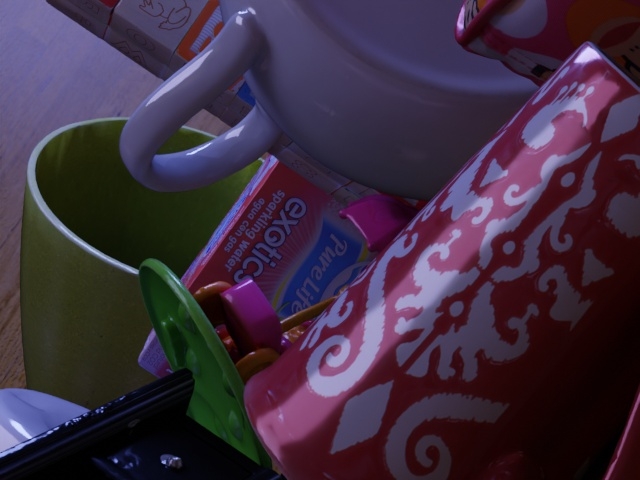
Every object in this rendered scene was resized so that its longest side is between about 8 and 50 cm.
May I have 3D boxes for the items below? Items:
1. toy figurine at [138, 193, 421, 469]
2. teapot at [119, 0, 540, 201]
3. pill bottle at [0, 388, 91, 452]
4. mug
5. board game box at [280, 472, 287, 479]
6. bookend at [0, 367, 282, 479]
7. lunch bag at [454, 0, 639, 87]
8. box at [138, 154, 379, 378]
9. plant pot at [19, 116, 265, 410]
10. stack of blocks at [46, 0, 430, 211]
[{"bbox_3d":[0.006,0.046,0.928,0.159,0.130,0.173,-27,-31,-16],"label":"toy figurine"},{"bbox_3d":[0.055,-0.115,0.912,0.187,0.256,0.253,111,177,-64],"label":"teapot"},{"bbox_3d":[-0.175,0.238,0.957,0.283,0.160,0.160,-62,6,3],"label":"pill bottle"},{"bbox_3d":[0.081,0.037,0.590,0.169,0.150,0.113,-50,-30,11],"label":"mug"},{"bbox_3d":[0.010,0.131,0.860,0.136,0.030,0.260,-56,5,-29],"label":"board game box"},{"bbox_3d":[-0.059,0.146,0.781,0.156,0.157,0.072,-21,-43,-54],"label":"bookend"},{"bbox_3d":[0.184,-0.180,0.678,0.258,0.120,0.293,-60,10,-15],"label":"lunch bag"},{"bbox_3d":[0.000,0.000,1.194,0.257,0.122,0.128,-54,6,18],"label":"box"},{"bbox_3d":[-0.172,0.080,1.645,0.275,0.274,0.294,-65,-3,-60],"label":"plant pot"},{"bbox_3d":[0.007,-0.136,1.046,0.171,0.297,0.087,-57,6,-10],"label":"stack of blocks"}]
